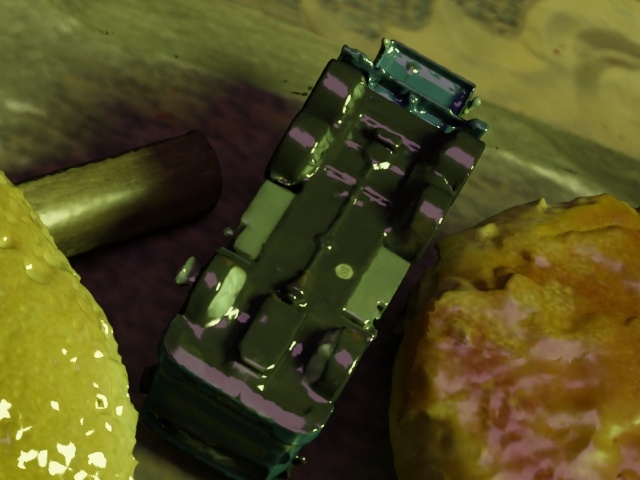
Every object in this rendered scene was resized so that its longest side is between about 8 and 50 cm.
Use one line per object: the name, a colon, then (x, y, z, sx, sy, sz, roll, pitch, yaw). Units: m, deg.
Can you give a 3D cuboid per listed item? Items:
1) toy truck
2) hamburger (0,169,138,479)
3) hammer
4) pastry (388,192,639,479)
toy truck: (0.000, 0.000, 0.687, 0.074, 0.088, 0.202, 31, 53, 0)
hamburger: (-0.160, 0.118, 0.466, 0.192, 0.167, 0.288, 54, 47, -10)
hammer: (-0.182, 0.015, 0.611, 0.365, 0.043, 0.111, -19, 101, -40)
pastry: (0.131, 0.072, 0.685, 0.218, 0.100, 0.229, 44, 55, 15)
